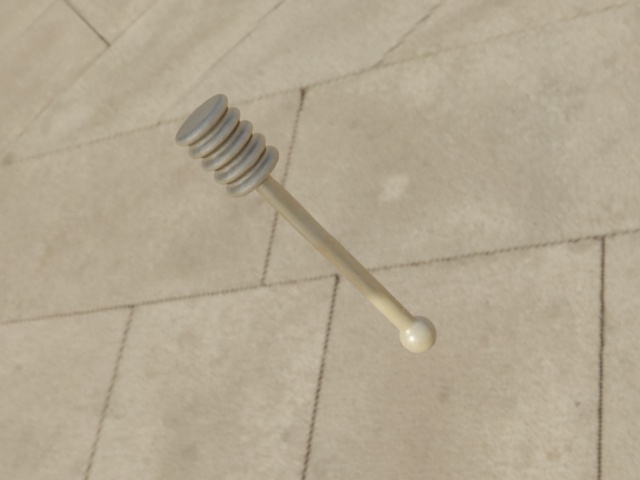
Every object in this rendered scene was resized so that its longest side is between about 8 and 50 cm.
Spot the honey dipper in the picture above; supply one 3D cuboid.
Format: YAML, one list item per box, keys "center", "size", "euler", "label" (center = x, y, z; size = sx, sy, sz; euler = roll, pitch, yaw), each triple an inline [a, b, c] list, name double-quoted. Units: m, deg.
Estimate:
- center: [0.000, 0.000, 0.468]
  size: [0.030, 0.161, 0.030]
  euler: [-37, 23, 19]
  label: "honey dipper"
